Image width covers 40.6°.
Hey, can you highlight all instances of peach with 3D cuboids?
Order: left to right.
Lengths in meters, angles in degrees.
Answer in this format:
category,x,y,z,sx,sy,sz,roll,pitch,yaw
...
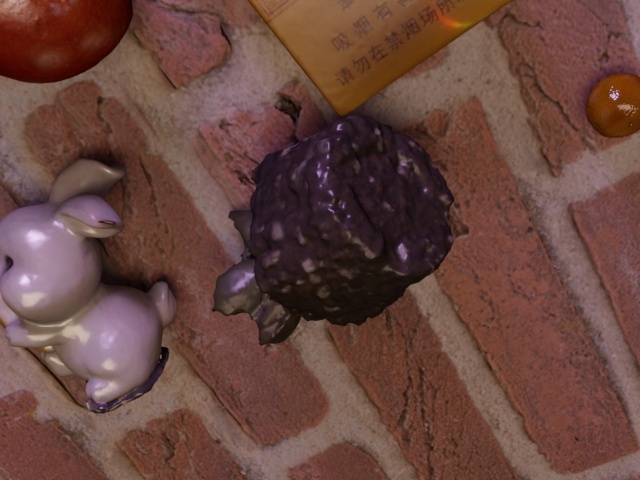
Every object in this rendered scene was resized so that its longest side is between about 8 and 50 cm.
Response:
category,x,y,z,sx,sy,sz,roll,pitch,yaw
peach,-0.317,-0.292,0.939,0.243,0.199,0.244,-6,100,-35

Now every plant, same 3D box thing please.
category,x,y,z,sx,sy,sz,roll,pitch,yaw
plant,0.000,0.000,1.094,0.213,0.215,0.312,19,144,-27

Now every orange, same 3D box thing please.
category,x,y,z,sx,sy,sz,roll,pitch,yaw
orange,0.377,-0.169,1.091,0.085,0.085,0.085,-1,120,-1

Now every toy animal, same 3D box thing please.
category,x,y,z,sx,sy,sz,roll,pitch,yaw
toy animal,-0.326,0.062,1.155,0.247,0.183,0.310,-20,113,4

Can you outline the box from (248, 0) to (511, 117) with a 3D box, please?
category,x,y,z,sx,sy,sz,roll,pitch,yaw
box,0.001,-0.374,0.943,0.264,0.116,0.415,-32,116,17
